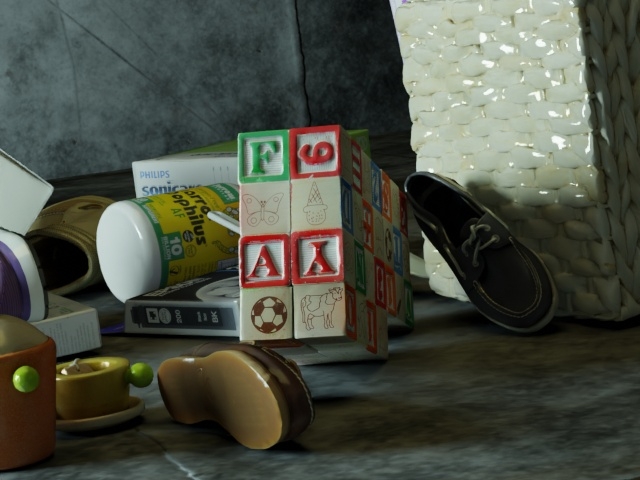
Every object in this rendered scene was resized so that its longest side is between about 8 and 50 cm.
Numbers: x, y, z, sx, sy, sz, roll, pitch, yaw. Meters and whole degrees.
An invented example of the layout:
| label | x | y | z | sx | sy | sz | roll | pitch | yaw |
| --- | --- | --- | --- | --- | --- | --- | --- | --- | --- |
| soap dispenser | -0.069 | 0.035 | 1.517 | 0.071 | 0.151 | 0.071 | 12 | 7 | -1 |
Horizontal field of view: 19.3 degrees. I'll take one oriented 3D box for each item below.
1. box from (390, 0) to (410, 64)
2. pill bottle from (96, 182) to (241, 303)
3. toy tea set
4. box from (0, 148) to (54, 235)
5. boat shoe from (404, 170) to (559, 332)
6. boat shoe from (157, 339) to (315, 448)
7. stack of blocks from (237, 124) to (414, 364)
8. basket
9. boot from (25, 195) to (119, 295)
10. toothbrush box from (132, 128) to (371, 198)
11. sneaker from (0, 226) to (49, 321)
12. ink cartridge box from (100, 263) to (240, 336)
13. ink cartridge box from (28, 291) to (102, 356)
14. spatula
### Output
| label | x | y | z | sx | sy | sz | roll | pitch | yaw |
| --- | --- | --- | --- | --- | --- | --- | --- | --- | --- |
| box | 0.144 | -0.117 | 1.960 | 0.063 | 0.324 | 0.067 | -22 | 16 | -36 |
| pill bottle | -0.134 | -0.001 | 2.105 | 0.208 | 0.118 | 0.117 | -11 | 9 | -35 |
| toy tea set | -0.310 | 0.100 | 1.472 | 0.336 | 0.124 | 0.200 | -3 | 8 | 21 |
| box | -0.406 | -0.027 | 2.154 | 0.127 | 0.149 | 0.232 | 35 | -10 | -10 |
| boat shoe | 0.139 | 0.007 | 1.702 | 0.065 | 0.075 | 0.206 | 35 | 13 | -46 |
| boat shoe | -0.051 | 0.107 | 1.399 | 0.073 | 0.073 | 0.207 | -12 | 10 | -26 |
| stack of blocks | 0.010 | 0.019 | 1.618 | 0.087 | 0.171 | 0.297 | -4 | -10 | 13 |
| basket | 0.269 | -0.109 | 1.794 | 0.266 | 0.328 | 0.331 | -13 | 10 | -27 |
| boot | -0.312 | 0.010 | 2.280 | 0.262 | 0.095 | 0.203 | 4 | 14 | 35 |
| toothbrush box | -0.088 | -0.077 | 2.617 | 0.206 | 0.122 | 0.283 | 0 | 9 | 38 |
| sneaker | -0.368 | 0.031 | 1.787 | 0.124 | 0.107 | 0.283 | -18 | 12 | -26 |
| ink cartridge box | -0.094 | 0.057 | 1.916 | 0.208 | 0.045 | 0.206 | -2 | 9 | 38 |
| ink cartridge box | -0.354 | 0.095 | 1.843 | 0.224 | 0.045 | 0.223 | -10 | 9 | -24 |
| spatula | 0.000 | 0.000 | 1.941 | 0.168 | 0.019 | 0.242 | -7 | 24 | -38 |
